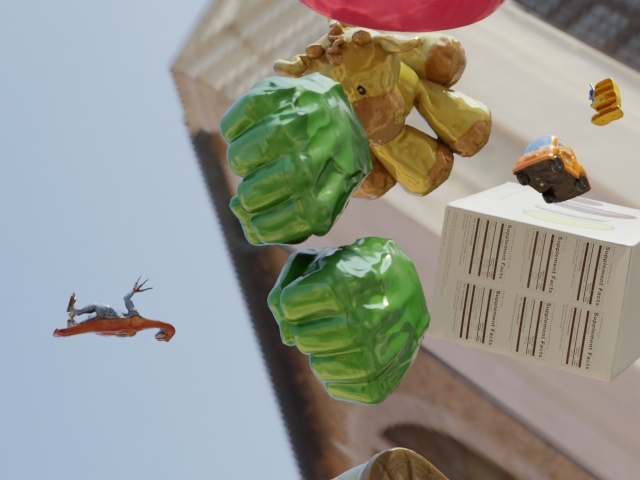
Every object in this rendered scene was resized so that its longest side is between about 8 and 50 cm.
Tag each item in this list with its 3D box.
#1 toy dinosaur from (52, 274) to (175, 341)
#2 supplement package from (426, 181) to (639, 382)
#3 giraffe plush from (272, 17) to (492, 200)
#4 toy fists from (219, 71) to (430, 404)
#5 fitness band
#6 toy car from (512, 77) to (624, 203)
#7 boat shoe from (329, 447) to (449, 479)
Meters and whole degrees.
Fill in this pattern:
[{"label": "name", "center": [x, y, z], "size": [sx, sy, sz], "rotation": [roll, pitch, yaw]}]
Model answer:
[{"label": "toy dinosaur", "center": [-0.156, 0.069, 1.327], "size": [0.090, 0.082, 0.047], "rotation": [-69, -7, -53]}, {"label": "supplement package", "center": [0.250, 0.038, 1.821], "size": [0.194, 0.203, 0.149], "rotation": [-21, -59, -63]}, {"label": "giraffe plush", "center": [0.049, -0.144, 1.602], "size": [0.181, 0.210, 0.170], "rotation": [-40, -8, 7]}, {"label": "toy fists", "center": [0.000, 0.000, 1.396], "size": [0.142, 0.096, 0.279], "rotation": [-44, -64, -67]}, {"label": "fitness band", "center": [0.060, -0.275, 1.469], "size": [0.209, 0.291, 0.054], "rotation": [0, -50, -7]}, {"label": "toy car", "center": [0.182, -0.070, 1.172], "size": [0.060, 0.040, 0.122], "rotation": [18, -34, -27]}, {"label": "boat shoe", "center": [0.118, 0.289, 1.447], "size": [0.089, 0.285, 0.104], "rotation": [-29, 17, 46]}]
